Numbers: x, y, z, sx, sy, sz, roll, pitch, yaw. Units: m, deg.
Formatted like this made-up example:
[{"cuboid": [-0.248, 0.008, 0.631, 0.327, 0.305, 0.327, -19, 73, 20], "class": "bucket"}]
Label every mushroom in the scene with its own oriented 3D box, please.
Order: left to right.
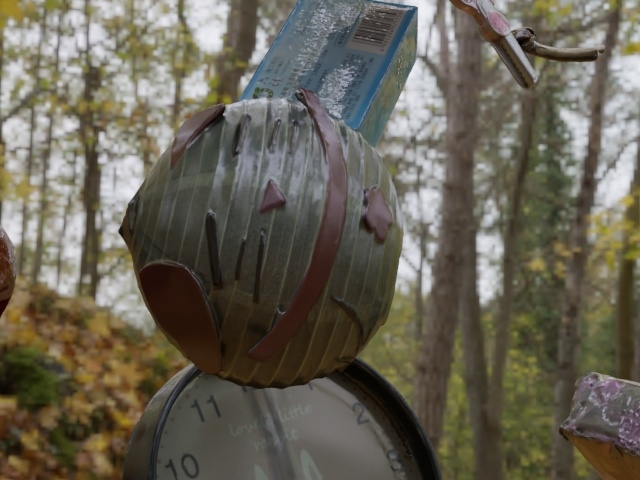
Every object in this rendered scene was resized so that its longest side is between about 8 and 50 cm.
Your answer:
[{"cuboid": [0.435, -0.358, 2.184, 0.187, 0.060, 0.061, 9, 3, -5], "class": "mushroom"}]

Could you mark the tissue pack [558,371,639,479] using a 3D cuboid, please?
[{"cuboid": [0.411, 0.257, 1.284, 0.215, 0.123, 0.256, 12, -29, 49], "class": "tissue pack"}]

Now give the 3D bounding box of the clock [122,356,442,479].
[{"cuboid": [-0.030, 0.287, 1.317, 0.386, 0.386, 0.076, 5, -28, -29], "class": "clock"}]

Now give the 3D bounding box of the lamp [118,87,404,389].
[{"cuboid": [-0.047, 0.002, 0.959, 0.233, 0.265, 0.233, 1, -31, 1], "class": "lamp"}]

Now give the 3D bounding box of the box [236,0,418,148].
[{"cuboid": [0.012, -0.181, 1.329, 0.143, 0.232, 0.083, 12, -40, 15], "class": "box"}]

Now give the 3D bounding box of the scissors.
[{"cuboid": [0.285, -0.355, 1.935, 0.118, 0.242, 0.030, -26, -7, -43], "class": "scissors"}]

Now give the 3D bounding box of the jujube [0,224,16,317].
[{"cuboid": [-0.378, 0.035, 0.973, 0.174, 0.174, 0.250, -6, 8, 44], "class": "jujube"}]
